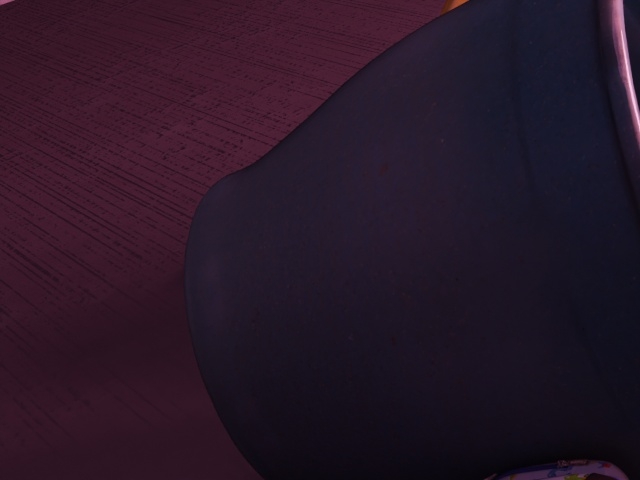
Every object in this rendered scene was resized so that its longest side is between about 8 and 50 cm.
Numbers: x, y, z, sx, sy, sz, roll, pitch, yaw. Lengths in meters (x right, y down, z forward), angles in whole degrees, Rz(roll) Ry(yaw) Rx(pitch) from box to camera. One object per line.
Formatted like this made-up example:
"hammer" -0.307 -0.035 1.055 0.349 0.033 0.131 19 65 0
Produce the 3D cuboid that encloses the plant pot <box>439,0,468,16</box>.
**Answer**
"plant pot" 0.212 -0.090 0.945 0.254 0.254 0.239 -6 8 19

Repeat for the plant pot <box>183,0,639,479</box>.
"plant pot" 0.085 0.013 0.752 0.255 0.271 0.271 -19 18 29

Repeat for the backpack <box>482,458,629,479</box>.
"backpack" 0.080 0.144 0.628 0.114 0.105 0.084 -9 15 32
